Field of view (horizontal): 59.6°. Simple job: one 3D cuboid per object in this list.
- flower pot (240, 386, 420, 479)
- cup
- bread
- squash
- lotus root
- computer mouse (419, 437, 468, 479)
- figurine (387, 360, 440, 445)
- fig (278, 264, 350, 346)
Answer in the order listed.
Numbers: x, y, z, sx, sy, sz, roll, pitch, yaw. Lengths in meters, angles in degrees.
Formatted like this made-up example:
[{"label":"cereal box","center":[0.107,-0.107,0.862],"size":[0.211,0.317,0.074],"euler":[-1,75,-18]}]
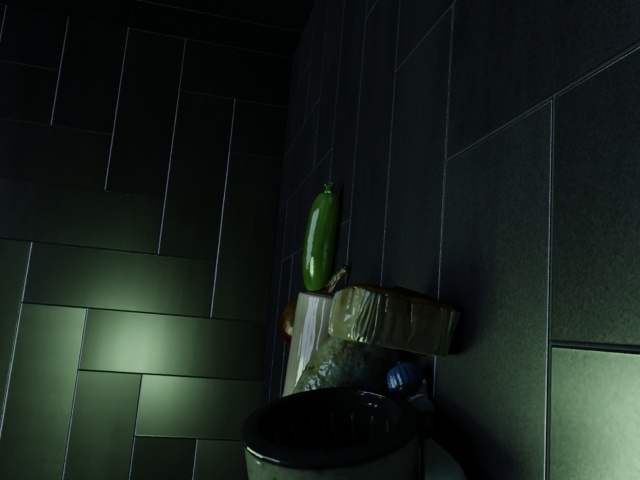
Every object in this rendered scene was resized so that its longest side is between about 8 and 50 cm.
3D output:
[{"label":"flower pot","center":[0.027,0.447,0.937],"size":[0.293,0.294,0.329],"euler":[-152,57,-77]},{"label":"cup","center":[0.049,0.270,1.374],"size":[0.208,0.288,0.272],"euler":[5,87,41]},{"label":"bread","center":[0.126,0.141,1.009],"size":[0.210,0.192,0.109],"euler":[147,135,-77]},{"label":"squash","center":[0.000,0.000,1.872],"size":[0.107,0.107,0.394],"euler":[-150,68,-77]},{"label":"lotus root","center":[0.038,0.310,1.145],"size":[0.349,0.175,0.175],"euler":[-56,10,-8]},{"label":"computer mouse","center":[0.190,0.398,0.864],"size":[0.231,0.079,0.127],"euler":[-31,-55,-84]},{"label":"figurine","center":[0.166,0.294,1.022],"size":[0.086,0.087,0.149],"euler":[-36,34,19]},{"label":"fig","center":[0.015,0.219,1.699],"size":[0.290,0.190,0.190],"euler":[-42,14,-2]}]
